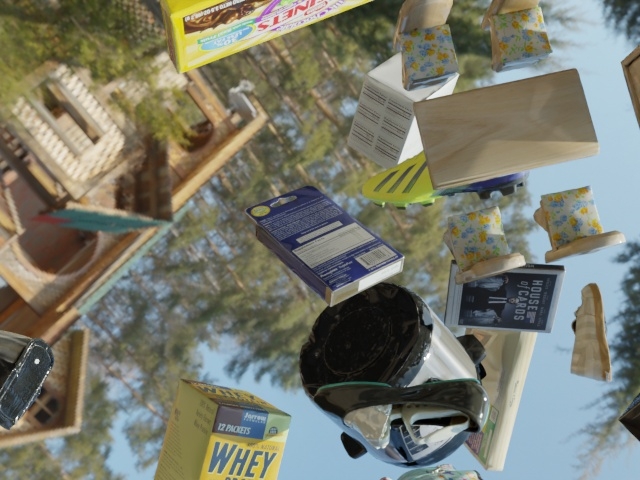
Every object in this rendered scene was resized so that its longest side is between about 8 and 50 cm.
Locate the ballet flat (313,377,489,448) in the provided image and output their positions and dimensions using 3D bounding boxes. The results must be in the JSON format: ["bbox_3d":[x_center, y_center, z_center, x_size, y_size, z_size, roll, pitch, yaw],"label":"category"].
[{"bbox_3d":[0.124,0.270,1.178,0.280,0.095,0.096,-6,-132,10],"label":"ballet flat"}]

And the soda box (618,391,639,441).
[{"bbox_3d":[0.263,0.073,0.452,0.060,0.053,0.169,-19,150,-49],"label":"soda box"}]

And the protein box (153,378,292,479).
[{"bbox_3d":[-0.170,0.360,1.263,0.199,0.135,0.201,5,-99,62],"label":"protein box"}]

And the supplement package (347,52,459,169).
[{"bbox_3d":[0.191,-0.309,1.775,0.194,0.149,0.203,-40,156,-40],"label":"supplement package"}]

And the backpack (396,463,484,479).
[{"bbox_3d":[0.240,0.593,1.576,0.253,0.225,0.191,2,-166,-36],"label":"backpack"}]

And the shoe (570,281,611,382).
[{"bbox_3d":[0.423,0.139,1.195,0.058,0.077,0.219,-8,-151,21],"label":"shoe"}]

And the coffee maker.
[{"bbox_3d":[-0.507,0.188,1.076,0.178,0.120,0.171,17,-143,12],"label":"coffee maker"}]

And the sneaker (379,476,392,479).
[{"bbox_3d":[0.197,0.630,1.815,0.051,0.134,0.070,-53,-171,10],"label":"sneaker"}]

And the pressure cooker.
[{"bbox_3d":[0.199,0.348,1.862,0.369,0.420,0.376,-8,-133,37],"label":"pressure cooker"}]

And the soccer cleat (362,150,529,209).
[{"bbox_3d":[0.195,-0.122,1.221,0.289,0.121,0.093,-7,-165,33],"label":"soccer cleat"}]

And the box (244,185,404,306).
[{"bbox_3d":[0.000,0.000,1.130,0.136,0.037,0.225,-24,-133,-30],"label":"box"}]

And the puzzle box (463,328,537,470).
[{"bbox_3d":[0.448,0.367,2.014,0.272,0.052,0.409,-136,-125,-69],"label":"puzzle box"}]

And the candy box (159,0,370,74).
[{"bbox_3d":[-0.030,-0.204,0.622,0.205,0.027,0.105,-24,174,-11],"label":"candy box"}]

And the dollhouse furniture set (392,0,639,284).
[{"bbox_3d":[0.324,-0.170,0.941,0.393,0.362,0.256,-12,172,-3],"label":"dollhouse furniture set"}]

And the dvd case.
[{"bbox_3d":[0.396,0.122,1.639,0.238,0.179,0.030,3,-144,6],"label":"dvd case"}]
